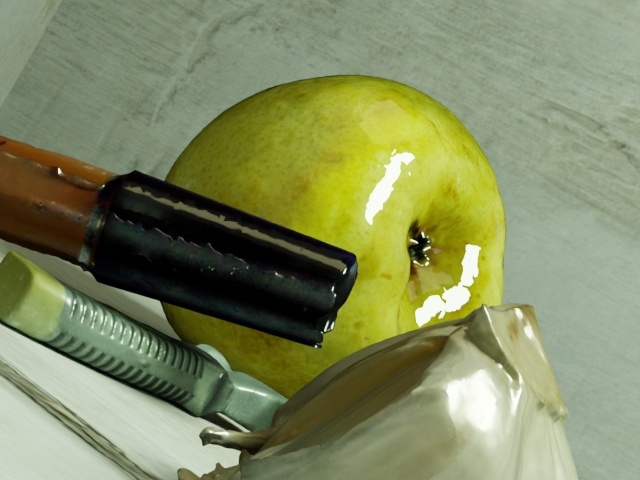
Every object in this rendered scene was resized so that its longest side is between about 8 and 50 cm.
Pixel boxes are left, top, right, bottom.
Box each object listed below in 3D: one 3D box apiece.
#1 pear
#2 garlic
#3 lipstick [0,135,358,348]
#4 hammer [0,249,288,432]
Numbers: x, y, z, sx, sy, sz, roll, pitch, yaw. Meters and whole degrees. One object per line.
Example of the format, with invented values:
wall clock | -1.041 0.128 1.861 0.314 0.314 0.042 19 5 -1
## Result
pear | 0.000 0.000 1.518 0.304 0.304 0.304 30 0 0
garlic | 0.042 0.116 0.851 0.143 0.178 0.229 60 17 -6
lipstick | -0.181 -0.026 1.175 0.418 0.077 0.077 19 -1 5
hammer | -0.110 0.076 1.180 0.226 0.041 0.159 31 -2 -36
